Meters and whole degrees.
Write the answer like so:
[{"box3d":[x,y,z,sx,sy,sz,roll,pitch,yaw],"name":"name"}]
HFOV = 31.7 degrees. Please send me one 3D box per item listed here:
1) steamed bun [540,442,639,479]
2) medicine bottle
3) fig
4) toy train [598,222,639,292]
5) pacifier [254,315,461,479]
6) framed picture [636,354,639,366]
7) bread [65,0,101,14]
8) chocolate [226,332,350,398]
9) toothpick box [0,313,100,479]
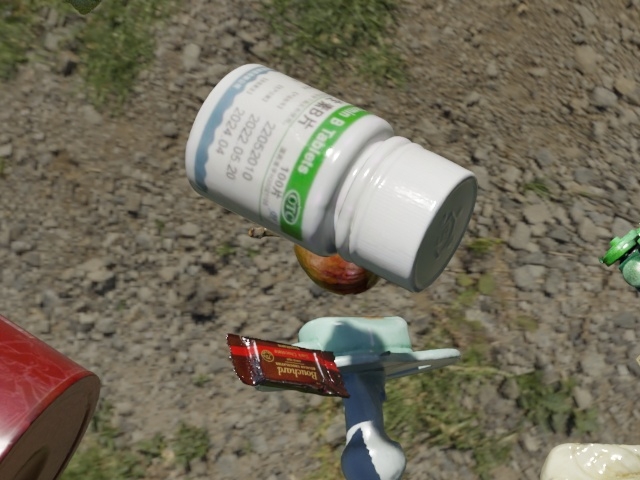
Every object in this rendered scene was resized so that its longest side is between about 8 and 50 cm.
[{"box3d":[0.462,0.402,1.631,0.276,0.289,0.203,-7,73,31],"name":"steamed bun"},{"box3d":[0.009,-0.055,0.996,0.237,0.139,0.139,27,99,23],"name":"medicine bottle"},{"box3d":[0.026,0.008,1.705,0.202,0.148,0.149,-5,115,49],"name":"fig"},{"box3d":[0.365,-0.013,1.124,0.085,0.251,0.119,47,119,8],"name":"toy train"},{"box3d":[0.055,0.250,1.708,0.288,0.343,0.269,-21,70,46],"name":"pacifier"},{"box3d":[0.302,0.107,0.769,0.136,0.010,0.201,-56,33,29],"name":"framed picture"},{"box3d":[-0.258,-0.315,1.182,0.111,0.114,0.129,-52,37,14],"name":"bread"},{"box3d":[-0.042,0.164,1.449,0.028,0.182,0.086,-52,45,33],"name":"chocolate"},{"box3d":[-0.365,0.101,0.874,0.333,0.204,0.204,31,101,6],"name":"toothpick box"}]
